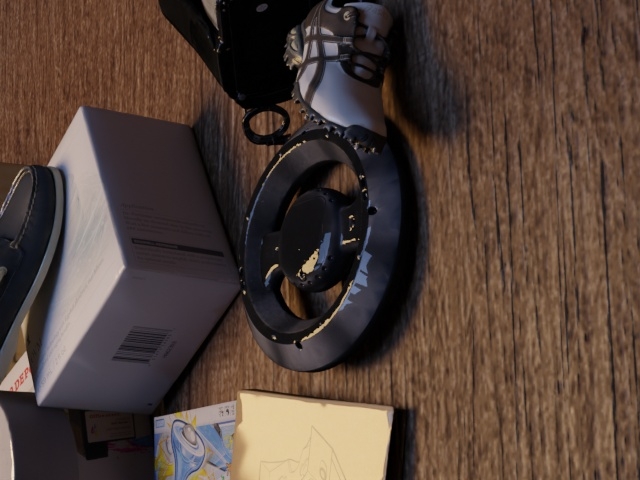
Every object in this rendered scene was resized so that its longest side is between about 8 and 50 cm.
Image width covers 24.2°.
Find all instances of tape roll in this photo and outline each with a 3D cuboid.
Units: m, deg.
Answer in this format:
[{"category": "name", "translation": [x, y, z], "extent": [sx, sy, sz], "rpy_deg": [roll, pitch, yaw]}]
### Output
[{"category": "tape roll", "translation": [-0.328, 0.265, 1.543], "extent": [0.219, 0.072, 0.219], "rpy_deg": [-19, 67, 54]}]

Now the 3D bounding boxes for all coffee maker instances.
[{"category": "coffee maker", "translation": [-0.084, -0.206, 1.390], "extent": [0.178, 0.120, 0.171], "rpy_deg": [53, 130, 50]}]

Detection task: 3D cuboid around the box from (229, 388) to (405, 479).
[{"category": "box", "translation": [-0.009, 0.213, 1.259], "extent": [0.201, 0.021, 0.164], "rpy_deg": [1, 85, 50]}]

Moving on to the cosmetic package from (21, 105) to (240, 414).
[{"category": "cosmetic package", "translation": [-0.212, 0.023, 1.544], "extent": [0.224, 0.138, 0.224], "rpy_deg": [-54, 41, 35]}]

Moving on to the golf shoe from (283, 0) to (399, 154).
[{"category": "golf shoe", "translation": [0.024, -0.149, 1.228], "extent": [0.094, 0.077, 0.198], "rpy_deg": [-53, 33, 23]}]

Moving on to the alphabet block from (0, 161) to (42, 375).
[{"category": "alphabet block", "translation": [-0.374, 0.034, 1.769], "extent": [0.193, 0.197, 0.192], "rpy_deg": [-58, 39, 38]}]

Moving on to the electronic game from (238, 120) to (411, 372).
[{"category": "electronic game", "translation": [0.000, 0.000, 1.284], "extent": [0.229, 0.048, 0.229], "rpy_deg": [-21, 63, 50]}]

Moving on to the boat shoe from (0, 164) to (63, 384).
[{"category": "boat shoe", "translation": [-0.333, 0.038, 1.505], "extent": [0.095, 0.079, 0.254], "rpy_deg": [24, 93, 59]}]

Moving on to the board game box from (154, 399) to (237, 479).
[{"category": "board game box", "translation": [-0.103, 0.229, 1.436], "extent": [0.201, 0.035, 0.136], "rpy_deg": [-21, 68, 56]}]

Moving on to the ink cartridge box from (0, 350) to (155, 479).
[{"category": "ink cartridge box", "translation": [-0.271, 0.260, 1.635], "extent": [0.201, 0.117, 0.278], "rpy_deg": [-46, 48, 45]}]
